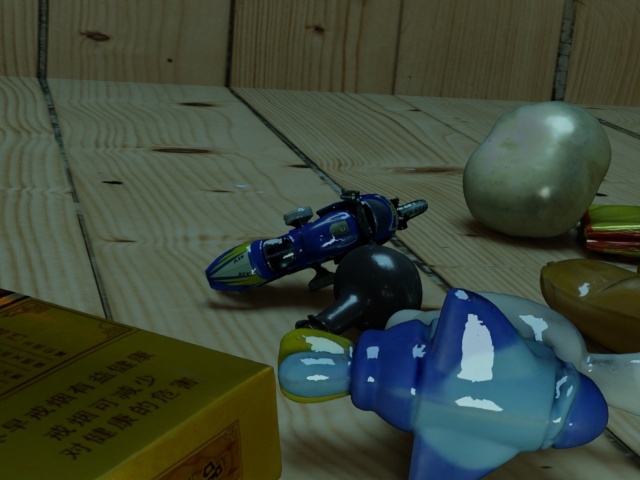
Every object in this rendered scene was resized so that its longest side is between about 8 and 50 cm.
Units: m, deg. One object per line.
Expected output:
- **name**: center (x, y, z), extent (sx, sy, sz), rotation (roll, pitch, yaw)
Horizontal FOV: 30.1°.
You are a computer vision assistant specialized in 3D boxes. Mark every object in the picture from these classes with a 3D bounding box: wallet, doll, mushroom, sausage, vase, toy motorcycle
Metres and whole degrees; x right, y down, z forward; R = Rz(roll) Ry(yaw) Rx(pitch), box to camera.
- **wallet**: center (0.512, -0.016, 2.030), extent (0.141, 0.067, 0.241), rotation (3, 11, 10)
- **doll**: center (0.155, 0.143, 1.192), extent (0.376, 0.187, 0.365), rotation (-16, -8, 36)
- **mushroom**: center (0.383, -0.104, 2.054), extent (0.260, 0.234, 0.254), rotation (-21, 48, 21)
- **sausage**: center (0.415, 0.098, 1.504), extent (0.134, 0.116, 0.354), rotation (-20, 24, -27)
- **vase**: center (0.044, 0.079, 1.465), extent (0.120, 0.120, 0.183), rotation (18, 34, 37)
- **toy motorcycle**: center (0.000, 0.000, 1.587), extent (0.315, 0.113, 0.169), rotation (-21, -5, -3)

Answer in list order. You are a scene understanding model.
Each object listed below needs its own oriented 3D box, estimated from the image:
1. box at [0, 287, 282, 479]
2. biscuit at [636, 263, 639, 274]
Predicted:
- **box**: center (-0.271, 0.153, 0.986), extent (0.415, 0.116, 0.264), rotation (10, 25, 32)
- **biscuit**: center (0.597, 0.050, 1.812), extent (0.220, 0.066, 0.220), rotation (8, 15, -2)
